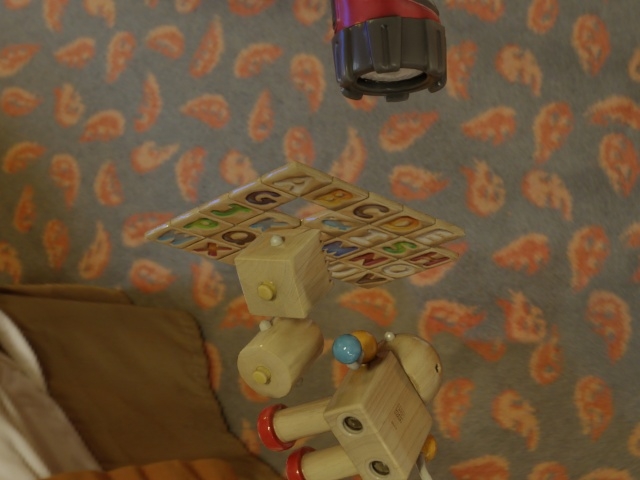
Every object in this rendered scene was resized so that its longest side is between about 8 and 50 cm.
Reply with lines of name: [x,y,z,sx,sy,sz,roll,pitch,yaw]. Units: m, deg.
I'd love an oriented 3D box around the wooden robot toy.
wooden robot toy: [0.019,0.064,0.464,0.076,0.079,0.173,-17,110,38]

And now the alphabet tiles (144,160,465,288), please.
alphabet tiles: [0.000,0.000,0.901,0.198,0.237,0.009,-22,59,43]

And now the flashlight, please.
flashlight: [0.054,-0.280,0.909,0.103,0.103,0.304,-10,78,42]
